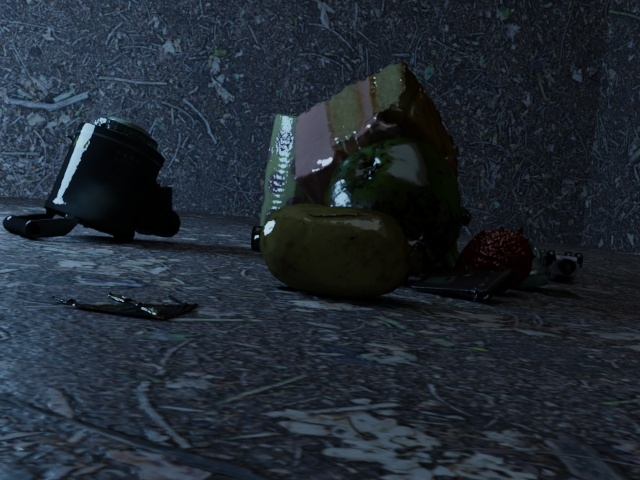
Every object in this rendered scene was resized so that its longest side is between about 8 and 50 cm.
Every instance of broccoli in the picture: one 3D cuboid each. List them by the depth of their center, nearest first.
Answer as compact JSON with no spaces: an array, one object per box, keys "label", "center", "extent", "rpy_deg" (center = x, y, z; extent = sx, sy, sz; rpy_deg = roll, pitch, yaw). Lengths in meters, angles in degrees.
[{"label":"broccoli","center":[0.269,-0.019,1.935],"extent":[0.176,0.198,0.226],"rpy_deg":[39,21,-24]}]

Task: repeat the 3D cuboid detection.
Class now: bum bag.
[{"label":"bum bag","center":[0.246,0.073,1.394],"extent":[0.159,0.026,0.109],"rpy_deg":[1,20,42]}]

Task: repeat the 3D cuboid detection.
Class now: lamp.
[{"label":"lamp","center":[-0.482,-0.138,1.778],"extent":[0.373,0.272,0.205],"rpy_deg":[2,3,-37]}]

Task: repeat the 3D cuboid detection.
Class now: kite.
[{"label":"kite","center":[-0.219,0.075,0.956],"extent":[0.182,0.010,0.160],"rpy_deg":[3,4,-35]}]

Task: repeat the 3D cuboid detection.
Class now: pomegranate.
[{"label":"pomegranate","center":[0.155,-0.031,1.568],"extent":[0.284,0.285,0.341],"rpy_deg":[8,-28,34]}]

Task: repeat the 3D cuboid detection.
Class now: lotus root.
[{"label":"lotus root","center":[0.036,0.017,1.246],"extent":[0.284,0.146,0.160],"rpy_deg":[3,24,19]}]

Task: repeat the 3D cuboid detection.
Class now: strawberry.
[{"label":"strawberry","center":[0.315,0.037,1.498],"extent":[0.148,0.131,0.131],"rpy_deg":[0,6,-27]}]

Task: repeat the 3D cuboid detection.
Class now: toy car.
[{"label":"toy car","center":[0.568,0.059,1.908],"extent":[0.080,0.071,0.170],"rpy_deg":[6,2,3]}]

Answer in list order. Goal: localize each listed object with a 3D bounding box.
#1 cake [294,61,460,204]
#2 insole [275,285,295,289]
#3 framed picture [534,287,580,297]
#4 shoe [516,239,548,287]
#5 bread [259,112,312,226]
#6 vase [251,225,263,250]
[{"label":"cake","center":[0.127,-0.186,1.827],"extent":[0.306,0.314,0.293],"rpy_deg":[-23,36,22]},{"label":"insole","center":[-0.020,0.076,1.297],"extent":[0.045,0.002,0.135],"rpy_deg":[9,5,39]},{"label":"framed picture","center":[0.467,0.103,1.590],"extent":[0.066,0.007,0.089],"rpy_deg":[5,3,-3]},{"label":"shoe","center":[0.411,0.044,1.700],"extent":[0.103,0.100,0.251],"rpy_deg":[3,6,-6]},{"label":"bread","center":[-0.054,-0.144,2.035],"extent":[0.155,0.339,0.187],"rpy_deg":[11,4,44]},{"label":"vase","center":[-0.058,0.003,1.910],"extent":[0.211,0.060,0.060],"rpy_deg":[6,4,-13]}]
